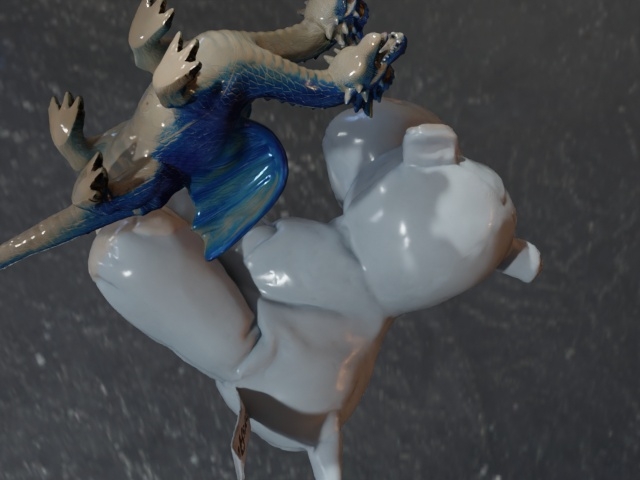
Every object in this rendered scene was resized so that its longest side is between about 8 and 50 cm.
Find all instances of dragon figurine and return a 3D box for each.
[{"bbox_3d":[-0.075,-0.049,0.918,0.289,0.144,0.085,-50,46,14],"label":"dragon figurine"}]

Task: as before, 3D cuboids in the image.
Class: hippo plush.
[{"bbox_3d":[0.000,0.000,1.066,0.236,0.234,0.294,-42,32,11],"label":"hippo plush"}]
